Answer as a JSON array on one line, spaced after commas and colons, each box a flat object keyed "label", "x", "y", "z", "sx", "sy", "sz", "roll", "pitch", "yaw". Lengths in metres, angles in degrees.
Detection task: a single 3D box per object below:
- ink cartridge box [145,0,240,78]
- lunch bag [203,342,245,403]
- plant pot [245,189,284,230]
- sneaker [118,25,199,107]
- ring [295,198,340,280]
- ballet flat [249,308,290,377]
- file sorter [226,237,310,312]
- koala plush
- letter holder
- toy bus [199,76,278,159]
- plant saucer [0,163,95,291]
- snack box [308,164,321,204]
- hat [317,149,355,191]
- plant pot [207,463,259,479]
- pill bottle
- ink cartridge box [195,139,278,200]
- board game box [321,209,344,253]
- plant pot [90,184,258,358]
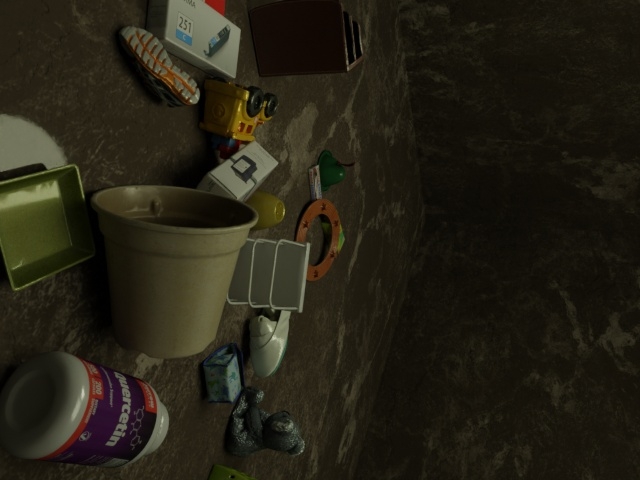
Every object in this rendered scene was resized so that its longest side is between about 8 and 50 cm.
[{"label": "ink cartridge box", "x": -0.303, "y": -0.576, "z": 1.300, "sx": 0.296, "sy": 0.066, "sz": 0.261, "roll": 2, "pitch": 94, "yaw": -67}, {"label": "lunch bag", "x": -0.273, "y": 0.388, "z": 1.535, "sx": 0.151, "sy": 0.096, "sz": 0.128, "roll": -54, "pitch": 142, "yaw": -75}, {"label": "plant pot", "x": -0.171, "y": -0.095, "z": 1.668, "sx": 0.134, "sy": 0.095, "sz": 0.134, "roll": 5, "pitch": 90, "yaw": -68}, {"label": "sneaker", "x": -0.371, "y": -0.377, "z": 1.167, "sx": 0.215, "sy": 0.083, "sz": 0.084, "roll": 49, "pitch": 43, "yaw": -36}, {"label": "ring", "x": 0.000, "y": 0.000, "z": 2.110, "sx": 0.337, "sy": 0.032, "sz": 0.336, "roll": -28, "pitch": 124, "yaw": -53}, {"label": "ballet flat", "x": -0.168, "y": 0.255, "z": 1.736, "sx": 0.139, "sy": 0.139, "sz": 0.400, "roll": 70, "pitch": 29, "yaw": -45}, {"label": "file sorter", "x": -0.198, "y": 0.082, "z": 1.408, "sx": 0.173, "sy": 0.278, "sz": 0.192, "roll": 16, "pitch": 79, "yaw": -65}, {"label": "koala plush", "x": -0.163, "y": 0.609, "z": 1.662, "sx": 0.203, "sy": 0.221, "sz": 0.196, "roll": -61, "pitch": 148, "yaw": -44}, {"label": "letter holder", "x": -0.043, "y": -0.634, "z": 1.599, "sx": 0.152, "sy": 0.302, "sz": 0.214, "roll": -55, "pitch": 142, "yaw": -51}, {"label": "toy bus", "x": -0.230, "y": -0.327, "z": 1.445, "sx": 0.220, "sy": 0.150, "sz": 0.211, "roll": -16, "pitch": 122, "yaw": -69}, {"label": "plant saucer", "x": -0.509, "y": -0.031, "z": 0.941, "sx": 0.188, "sy": 0.045, "sz": 0.188, "roll": -40, "pitch": 131, "yaw": -60}, {"label": "snack box", "x": -0.020, "y": -0.210, "z": 2.096, "sx": 0.064, "sy": 0.022, "sz": 0.178, "roll": -47, "pitch": 136, "yaw": -58}, {"label": "hat", "x": 0.098, "y": -0.282, "z": 2.154, "sx": 0.208, "sy": 0.184, "sz": 0.172, "roll": -49, "pitch": 139, "yaw": -54}, {"label": "plant pot", "x": -0.228, "y": 0.831, "z": 1.574, "sx": 0.227, "sy": 0.207, "sz": 0.228, "roll": 61, "pitch": 41, "yaw": -54}, {"label": "pill bottle", "x": -0.437, "y": 0.338, "z": 1.011, "sx": 0.323, "sy": 0.182, "sz": 0.181, "roll": 54, "pitch": 46, "yaw": -58}, {"label": "ink cartridge box", "x": -0.239, "y": -0.141, "z": 1.381, "sx": 0.100, "sy": 0.172, "sz": 0.237, "roll": 43, "pitch": 37, "yaw": -4}, {"label": "board game box", "x": 0.057, "y": -0.038, "z": 2.286, "sx": 0.181, "sy": 0.043, "sz": 0.092, "roll": 73, "pitch": 32, "yaw": -42}, {"label": "plant pot", "x": -0.322, "y": 0.067, "z": 1.120, "sx": 0.334, "sy": 0.334, "sz": 0.305, "roll": -26, "pitch": 130, "yaw": -64}]
